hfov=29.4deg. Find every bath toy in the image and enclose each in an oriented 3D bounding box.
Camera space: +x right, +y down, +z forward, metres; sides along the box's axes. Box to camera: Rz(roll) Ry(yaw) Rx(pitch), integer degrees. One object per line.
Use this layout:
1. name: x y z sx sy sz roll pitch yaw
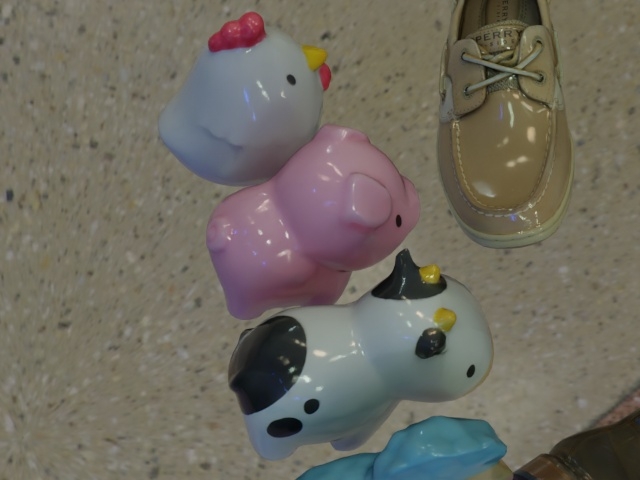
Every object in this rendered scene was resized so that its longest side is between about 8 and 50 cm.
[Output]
1. bath toy: 0.000 0.000 0.720 0.151 0.129 0.348 -12 57 -15

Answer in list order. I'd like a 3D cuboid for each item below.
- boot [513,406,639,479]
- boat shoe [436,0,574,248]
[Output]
1. boot: 0.210 0.198 0.695 0.106 0.082 0.219 -31 85 -21
2. boat shoe: 0.157 -0.146 1.094 0.121 0.110 0.341 -7 51 11
